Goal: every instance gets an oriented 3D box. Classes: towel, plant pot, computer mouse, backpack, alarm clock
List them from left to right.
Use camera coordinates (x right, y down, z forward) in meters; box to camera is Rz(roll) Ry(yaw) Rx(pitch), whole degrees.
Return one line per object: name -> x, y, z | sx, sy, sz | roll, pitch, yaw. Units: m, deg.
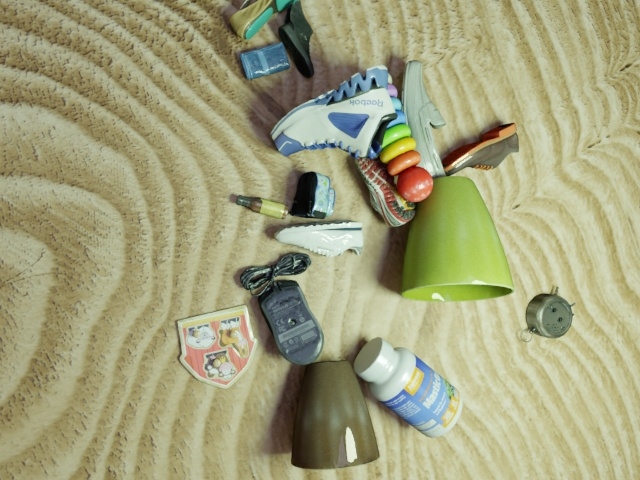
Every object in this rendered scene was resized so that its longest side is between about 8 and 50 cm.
towel -> -0.139, -0.451, 1.199 | 0.119, 0.029, 0.067 | -20, 96, -14
computer mouse -> -0.076, 0.179, 1.205 | 0.188, 0.072, 0.272 | -19, 83, -12
backpack -> -0.015, -0.112, 1.199 | 0.084, 0.105, 0.114 | 9, 87, -37
plant pot -> 0.027, 0.417, 1.176 | 0.215, 0.215, 0.230 | -1, 76, -15
plant pot -> 0.342, -0.006, 1.231 | 0.275, 0.275, 0.293 | 5, 73, -15
alarm clock -> 0.665, 0.235, 1.403 | 0.192, 0.064, 0.129 | -36, 99, -9

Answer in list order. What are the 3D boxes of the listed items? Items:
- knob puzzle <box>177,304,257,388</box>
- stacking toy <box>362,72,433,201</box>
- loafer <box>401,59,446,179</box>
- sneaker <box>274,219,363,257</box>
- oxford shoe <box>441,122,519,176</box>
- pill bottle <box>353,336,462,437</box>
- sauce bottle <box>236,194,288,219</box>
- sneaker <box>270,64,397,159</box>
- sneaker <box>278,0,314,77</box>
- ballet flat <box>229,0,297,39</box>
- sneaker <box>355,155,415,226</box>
knob puzzle -> -0.249, 0.273, 1.175 | 0.213, 0.030, 0.213 | 0, 91, -15
stacking toy -> 0.184, -0.250, 1.193 | 0.141, 0.141, 0.330 | -26, 83, -13
loafer -> 0.275, -0.313, 1.258 | 0.111, 0.112, 0.319 | -3, 100, 16
sneaker -> 0.000, 0.000, 1.214 | 0.235, 0.090, 0.094 | -2, 100, -13
oxford shoe -> 0.450, -0.232, 1.326 | 0.271, 0.097, 0.098 | -28, 105, -12
pill bottle -> 0.223, 0.375, 1.237 | 0.272, 0.152, 0.152 | 40, 81, -12
sauce bottle -> -0.146, -0.086, 1.193 | 0.128, 0.042, 0.042 | 16, 86, -16
sneaker -> 0.047, -0.252, 1.117 | 0.315, 0.127, 0.182 | -26, 88, 22
sneaker -> -0.045, -0.509, 1.209 | 0.089, 0.051, 0.170 | -45, 113, -25
ballet flat -> -0.130, -0.595, 1.179 | 0.232, 0.080, 0.073 | -44, 86, -12
sneaker -> 0.152, -0.132, 1.250 | 0.088, 0.093, 0.225 | -22, 78, -32
